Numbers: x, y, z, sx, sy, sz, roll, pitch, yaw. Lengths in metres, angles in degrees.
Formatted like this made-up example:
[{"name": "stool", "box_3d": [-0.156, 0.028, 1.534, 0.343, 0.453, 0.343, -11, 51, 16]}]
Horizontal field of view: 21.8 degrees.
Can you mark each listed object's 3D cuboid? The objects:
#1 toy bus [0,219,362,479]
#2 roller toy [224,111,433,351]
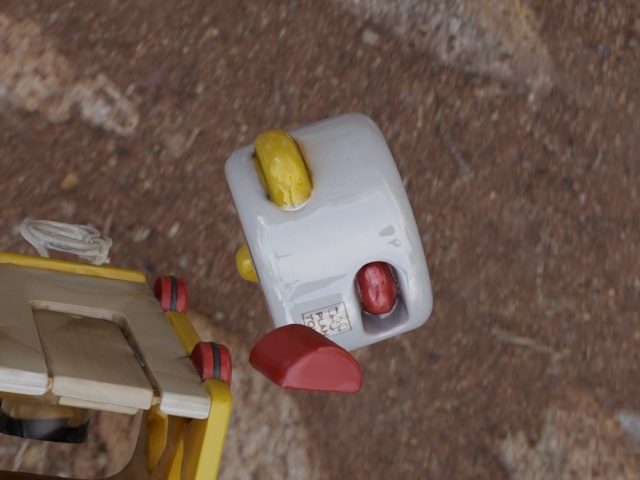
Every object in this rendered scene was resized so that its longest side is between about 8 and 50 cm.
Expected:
[{"name": "toy bus", "box_3d": [-0.102, 0.068, 0.646, 0.191, 0.202, 0.104, 18, 101, 29]}, {"name": "roller toy", "box_3d": [0.000, 0.000, 1.388, 0.146, 0.209, 0.191, -18, 89, -3]}]
